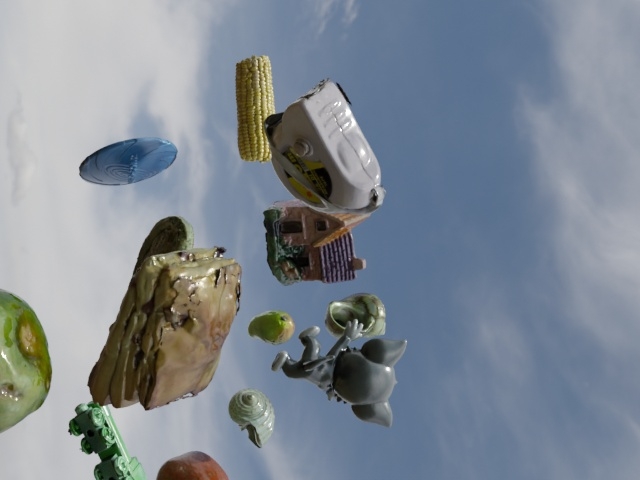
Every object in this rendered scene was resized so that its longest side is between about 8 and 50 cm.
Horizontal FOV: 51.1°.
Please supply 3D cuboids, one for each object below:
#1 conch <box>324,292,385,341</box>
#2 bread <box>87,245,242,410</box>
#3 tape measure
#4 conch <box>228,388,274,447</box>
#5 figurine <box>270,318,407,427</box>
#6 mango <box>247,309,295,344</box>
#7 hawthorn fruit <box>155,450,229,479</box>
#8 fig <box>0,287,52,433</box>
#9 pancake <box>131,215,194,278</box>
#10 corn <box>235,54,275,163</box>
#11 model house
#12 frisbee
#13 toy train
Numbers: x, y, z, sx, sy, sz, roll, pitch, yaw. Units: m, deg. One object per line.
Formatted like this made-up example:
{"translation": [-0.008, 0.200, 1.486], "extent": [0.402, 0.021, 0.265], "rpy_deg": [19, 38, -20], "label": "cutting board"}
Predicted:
{"translation": [0.102, 0.228, 1.896], "extent": [0.187, 0.181, 0.124], "rpy_deg": [-88, -174, -57], "label": "conch"}
{"translation": [-0.266, 0.176, 1.260], "extent": [0.167, 0.277, 0.325], "rpy_deg": [32, -76, 14], "label": "bread"}
{"translation": [-0.001, -0.140, 1.144], "extent": [0.197, 0.120, 0.236], "rpy_deg": [-6, -58, 52], "label": "tape measure"}
{"translation": [-0.162, 0.437, 1.661], "extent": [0.135, 0.102, 0.153], "rpy_deg": [48, -15, 40], "label": "conch"}
{"translation": [0.041, 0.254, 1.381], "extent": [0.140, 0.265, 0.193], "rpy_deg": [9, -100, 68], "label": "figurine"}
{"translation": [-0.169, 0.301, 2.294], "extent": [0.233, 0.111, 0.125], "rpy_deg": [-27, -98, 49], "label": "mango"}
{"translation": [-0.293, 0.631, 1.631], "extent": [0.251, 0.199, 0.199], "rpy_deg": [11, -83, 45], "label": "hawthorn fruit"}
{"translation": [-0.519, 0.185, 0.910], "extent": [0.206, 0.275, 0.206], "rpy_deg": [161, -90, -90], "label": "fig"}
{"translation": [-0.392, 0.046, 1.629], "extent": [0.253, 0.037, 0.254], "rpy_deg": [-29, -133, 37], "label": "pancake"}
{"translation": [-0.150, -0.303, 1.553], "extent": [0.093, 0.093, 0.244], "rpy_deg": [17, -70, 56], "label": "corn"}
{"translation": [0.000, 0.000, 1.822], "extent": [0.237, 0.202, 0.237], "rpy_deg": [-3, -86, 25], "label": "model house"}
{"translation": [-0.464, -0.179, 1.635], "extent": [0.242, 0.242, 0.045], "rpy_deg": [-33, -108, 51], "label": "frisbee"}
{"translation": [-0.481, 0.475, 1.527], "extent": [0.119, 0.085, 0.251], "rpy_deg": [-49, 117, -81], "label": "toy train"}
